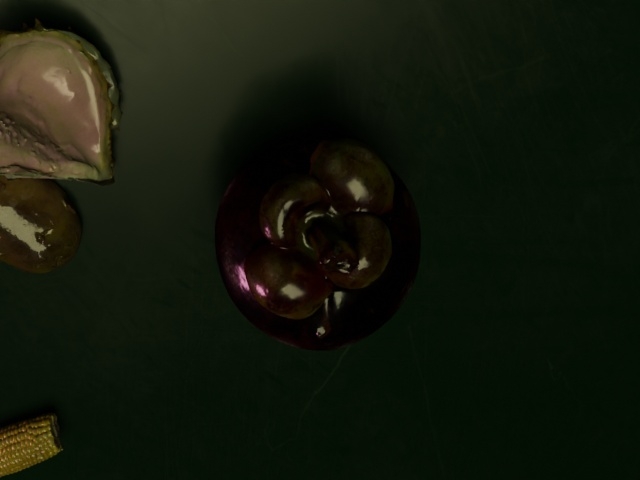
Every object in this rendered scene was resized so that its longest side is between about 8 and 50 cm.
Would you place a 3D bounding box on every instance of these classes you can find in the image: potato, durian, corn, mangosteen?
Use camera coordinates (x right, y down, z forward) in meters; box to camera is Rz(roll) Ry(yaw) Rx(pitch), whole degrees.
[{"bbox_3d":[-0.453,-0.019,1.399,0.200,0.081,0.164,28,112,-21],"label":"potato"},{"bbox_3d":[-0.381,-0.196,1.270,0.305,0.185,0.196,11,112,-41],"label":"durian"},{"bbox_3d":[-0.551,0.361,1.595,0.248,0.081,0.081,-20,121,1],"label":"corn"},{"bbox_3d":[0.000,0.000,1.335,0.307,0.347,0.307,0,83,-3],"label":"mangosteen"}]
